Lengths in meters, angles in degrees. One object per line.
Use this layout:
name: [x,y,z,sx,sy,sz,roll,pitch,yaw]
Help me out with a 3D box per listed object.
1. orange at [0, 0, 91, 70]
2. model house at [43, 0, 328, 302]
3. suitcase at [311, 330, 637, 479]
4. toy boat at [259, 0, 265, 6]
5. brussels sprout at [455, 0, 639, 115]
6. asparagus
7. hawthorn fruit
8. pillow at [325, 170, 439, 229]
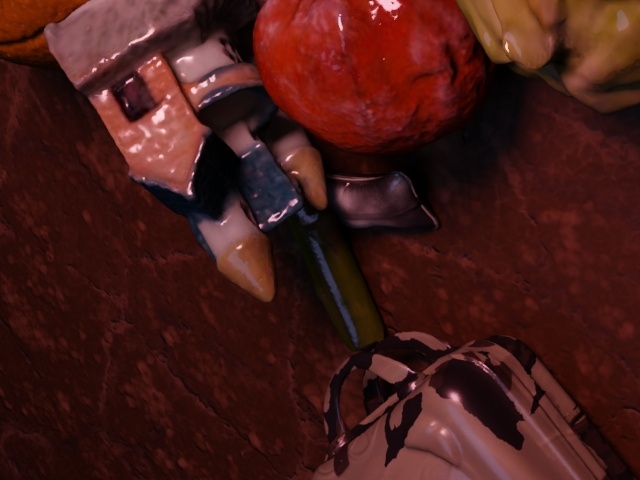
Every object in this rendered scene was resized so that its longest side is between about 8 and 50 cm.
orange: [-0.311,-0.347,1.302,0.357,0.322,0.322,20,125,43]
model house: [-0.088,-0.092,1.212,0.194,0.267,0.325,-31,70,5]
suitcase: [0.137,0.265,1.327,0.339,0.194,0.351,53,136,9]
toy boat: [-0.009,-0.360,1.181,0.141,0.092,0.319,26,133,5]
brussels sprout: [0.241,-0.271,0.914,0.328,0.247,0.328,39,140,43]
asparagus: [0.002,-0.001,1.400,0.067,0.060,0.278,-10,107,46]
hawthorn fruit: [0.075,-0.176,1.145,0.242,0.242,0.272,3,140,41]
pillow: [0.060,-0.043,1.324,0.135,0.055,0.091,6,118,41]
